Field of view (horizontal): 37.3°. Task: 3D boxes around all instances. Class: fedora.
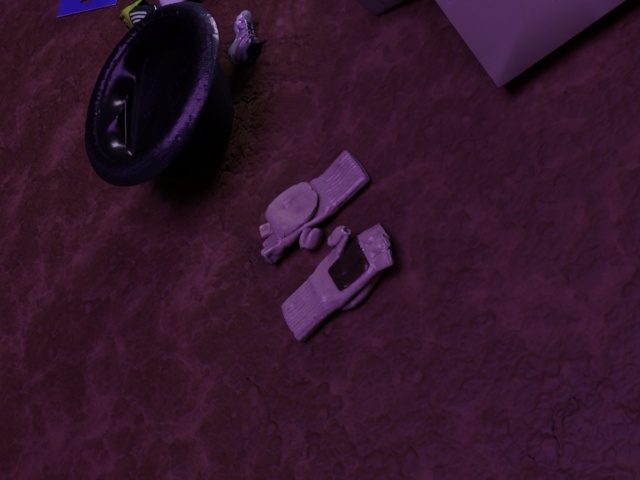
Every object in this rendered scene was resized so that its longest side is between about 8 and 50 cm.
[{"bbox_3d":[-0.246,-0.226,1.595,0.334,0.152,0.334,-17,59,31],"label":"fedora"}]

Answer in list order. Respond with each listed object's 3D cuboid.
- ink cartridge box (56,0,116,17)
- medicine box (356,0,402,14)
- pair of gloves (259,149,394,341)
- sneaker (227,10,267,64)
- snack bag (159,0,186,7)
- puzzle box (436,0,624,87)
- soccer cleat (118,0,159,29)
[{"bbox_3d":[-0.491,-0.592,2.040,0.206,0.045,0.208,0,70,38],"label":"ink cartridge box"},{"bbox_3d":[0.145,-0.528,1.411,0.289,0.149,0.264,-19,58,40],"label":"medicine box"},{"bbox_3d":[0.000,0.000,1.369,0.204,0.042,0.240,-36,50,20],"label":"pair of gloves"},{"bbox_3d":[-0.118,-0.350,1.636,0.069,0.038,0.098,6,83,38],"label":"sneaker"},{"bbox_3d":[-0.222,-0.613,1.843,0.342,0.037,0.323,-42,49,14],"label":"snack bag"},{"bbox_3d":[0.223,-0.437,1.201,0.272,0.409,0.052,-33,11,22],"label":"puzzle box"},{"bbox_3d":[-0.328,-0.415,1.819,0.072,0.060,0.179,-41,48,-1],"label":"soccer cleat"}]
